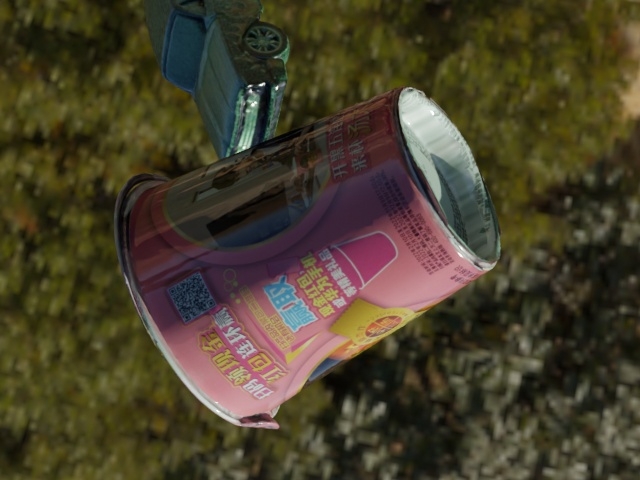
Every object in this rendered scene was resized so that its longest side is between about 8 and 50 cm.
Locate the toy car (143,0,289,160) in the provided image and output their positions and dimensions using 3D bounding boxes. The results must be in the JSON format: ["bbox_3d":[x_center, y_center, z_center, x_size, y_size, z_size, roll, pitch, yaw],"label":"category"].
[{"bbox_3d":[-0.112,-0.216,1.593,0.097,0.321,0.141,-7,144,-19],"label":"toy car"}]

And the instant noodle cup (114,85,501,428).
[{"bbox_3d":[0.000,0.000,1.365,0.255,0.244,0.244,-26,140,22],"label":"instant noodle cup"}]
